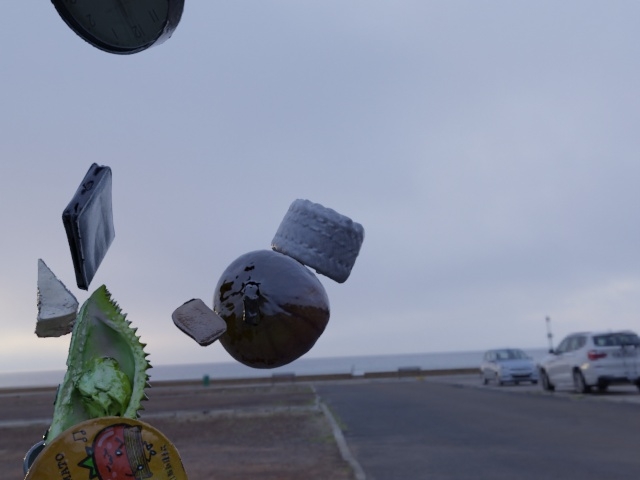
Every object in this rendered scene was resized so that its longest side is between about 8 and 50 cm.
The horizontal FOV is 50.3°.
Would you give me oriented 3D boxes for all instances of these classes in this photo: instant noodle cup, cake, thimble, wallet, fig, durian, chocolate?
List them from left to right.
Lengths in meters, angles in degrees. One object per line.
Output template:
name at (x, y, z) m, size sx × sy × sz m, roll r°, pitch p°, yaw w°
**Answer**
cake at (-0.687, 0.147, 1.791) m, size 0.117 × 0.220 × 0.086 m, roll 0°, pitch -46°, yaw -19°
durian at (-0.401, 0.271, 1.176) m, size 0.158 × 0.355 × 0.169 m, roll -17°, pitch -40°, yaw 30°
wallet at (-0.451, -0.029, 1.344) m, size 0.036 × 0.167 × 0.222 m, roll 12°, pitch -44°, yaw -1°
instant noodle cup at (-0.311, 0.356, 0.955) m, size 0.216 × 0.215 × 0.172 m, roll 2°, pitch -14°, yaw -26°
chocolate at (-0.195, 0.139, 1.114) m, size 0.101 × 0.031 × 0.065 m, roll 31°, pitch 52°, yaw 34°
fig at (-0.099, 0.127, 1.321) m, size 0.235 × 0.235 × 0.214 m, roll -4°, pitch -52°, yaw 9°
thimble at (0.000, 0.000, 1.722) m, size 0.217 × 0.157 × 0.245 m, roll 27°, pitch -4°, yaw 9°

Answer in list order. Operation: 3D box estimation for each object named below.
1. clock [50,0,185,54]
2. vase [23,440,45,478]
clock at (-0.414, -0.518, 1.340) m, size 0.313 × 0.312 × 0.061 m, roll -8°, pitch 29°, yaw 31°
vase at (-0.517, 0.448, 1.285) m, size 0.086 × 0.086 × 0.214 m, roll 2°, pitch -33°, yaw -25°
